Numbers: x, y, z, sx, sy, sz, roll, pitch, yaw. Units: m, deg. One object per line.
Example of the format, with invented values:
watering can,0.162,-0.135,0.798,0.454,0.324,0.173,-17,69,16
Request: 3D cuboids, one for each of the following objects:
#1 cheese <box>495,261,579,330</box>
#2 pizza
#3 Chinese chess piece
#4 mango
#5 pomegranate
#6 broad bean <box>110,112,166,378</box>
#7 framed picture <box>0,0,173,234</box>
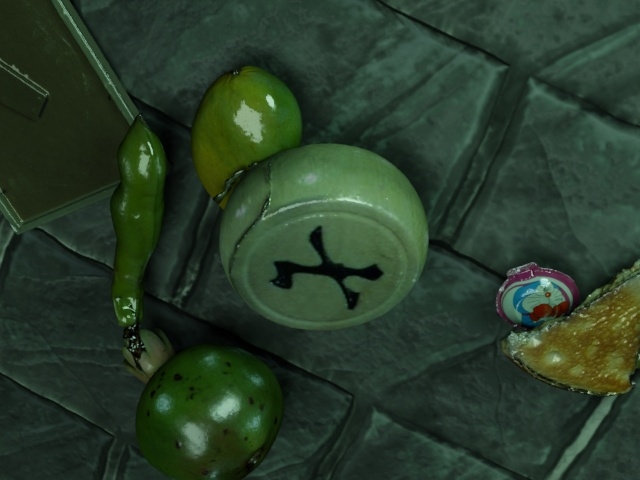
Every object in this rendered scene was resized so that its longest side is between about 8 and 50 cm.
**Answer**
cheese,0.249,0.080,1.533,0.095,0.038,0.145,-19,125,19
pizza,0.306,0.086,1.496,0.185,0.052,0.195,20,123,-25
Chinese chess piece,0.000,0.000,1.493,0.238,0.092,0.237,-2,137,-2
mango,-0.085,-0.102,1.510,0.122,0.085,0.191,18,124,2
pomegranate,-0.155,0.195,1.675,0.225,0.187,0.187,39,129,28
broad bean,-0.209,-0.001,1.595,0.098,0.056,0.318,34,130,47
framed picture,-0.352,-0.180,1.592,0.247,0.022,0.335,-20,112,28
